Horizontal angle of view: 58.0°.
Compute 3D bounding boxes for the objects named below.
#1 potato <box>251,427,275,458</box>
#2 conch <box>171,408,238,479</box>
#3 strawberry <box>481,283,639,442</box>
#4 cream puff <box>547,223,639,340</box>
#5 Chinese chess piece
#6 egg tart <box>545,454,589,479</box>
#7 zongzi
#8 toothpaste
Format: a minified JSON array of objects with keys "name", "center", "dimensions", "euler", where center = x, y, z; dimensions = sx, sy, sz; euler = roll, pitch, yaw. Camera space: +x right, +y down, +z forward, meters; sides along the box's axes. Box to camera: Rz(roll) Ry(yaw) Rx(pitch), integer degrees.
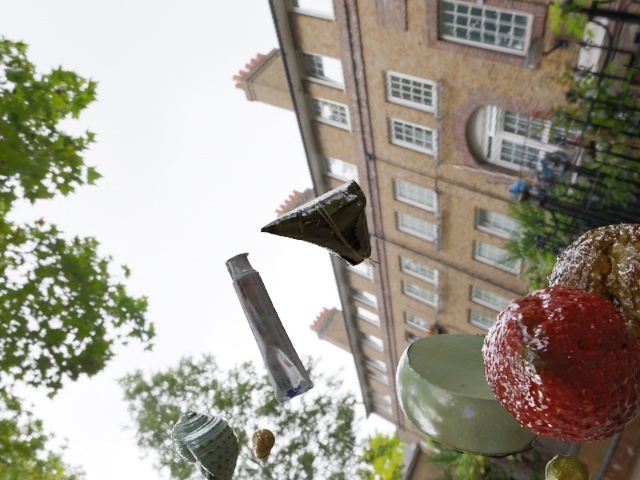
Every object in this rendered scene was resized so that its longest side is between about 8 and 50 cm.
[{"name":"potato","center":[-0.165,0.582,1.652],"dimensions":[0.062,0.068,0.083],"euler":[-54,-26,-67]},{"name":"conch","center":[-0.260,0.488,1.376],"dimensions":[0.200,0.172,0.131],"euler":[51,-126,-13]},{"name":"strawberry","center":[0.367,0.189,0.902],"dimensions":[0.277,0.257,0.257],"euler":[30,-97,-53]},{"name":"cream puff","center":[0.631,0.088,1.228],"dimensions":[0.212,0.303,0.303],"euler":[41,-109,-34]},{"name":"Chinese chess piece","center":[0.349,0.343,1.330],"dimensions":[0.349,0.349,0.146],"euler":[-20,-62,-55]},{"name":"egg tart","center":[0.579,0.553,1.348],"dimensions":[0.039,0.105,0.105],"euler":[-45,-25,-85]},{"name":"zongzi","center":[0.000,0.000,1.325],"dimensions":[0.241,0.111,0.247],"euler":[-21,-40,-4]},{"name":"toothpaste","center":[-0.116,0.180,1.227],"dimensions":[0.100,0.323,0.066],"euler":[-31,-15,25]}]
